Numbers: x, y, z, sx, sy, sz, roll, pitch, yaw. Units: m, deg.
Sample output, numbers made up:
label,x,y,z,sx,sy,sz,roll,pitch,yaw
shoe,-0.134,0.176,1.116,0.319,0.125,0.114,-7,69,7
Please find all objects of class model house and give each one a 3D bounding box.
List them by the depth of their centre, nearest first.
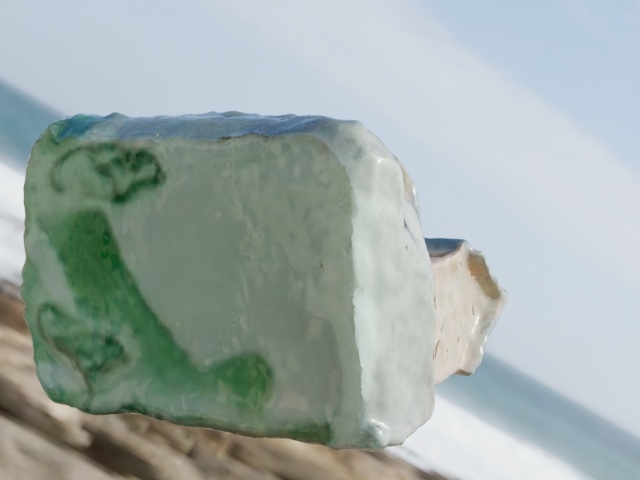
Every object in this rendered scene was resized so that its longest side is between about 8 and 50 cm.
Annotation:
label,x,y,z,sx,sy,sz,roll,pitch,yaw
model house,0.000,0.000,1.160,0.267,0.194,0.325,3,10,32
